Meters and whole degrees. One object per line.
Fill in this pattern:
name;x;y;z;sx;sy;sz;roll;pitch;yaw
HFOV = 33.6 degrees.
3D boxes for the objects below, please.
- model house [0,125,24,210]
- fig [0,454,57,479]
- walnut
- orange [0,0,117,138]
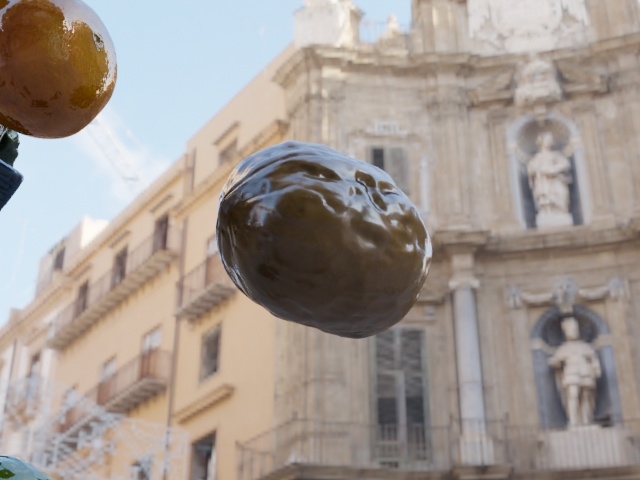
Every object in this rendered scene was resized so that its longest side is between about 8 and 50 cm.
model house;-0.704;-0.187;2.028;0.334;0.382;0.342;34;-42;-25
fig;-0.480;0.409;1.457;0.314;0.233;0.233;-14;-32;40
walnut;0.000;0.000;1.860;0.397;0.354;0.308;22;-79;-23
orange;-0.472;-0.305;1.814;0.261;0.261;0.261;0;-31;0
